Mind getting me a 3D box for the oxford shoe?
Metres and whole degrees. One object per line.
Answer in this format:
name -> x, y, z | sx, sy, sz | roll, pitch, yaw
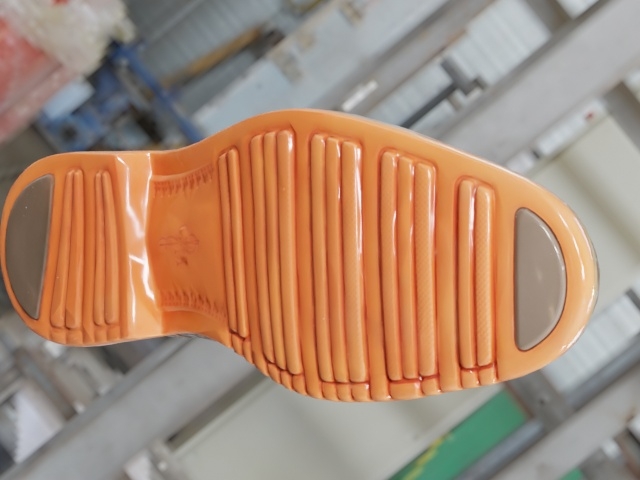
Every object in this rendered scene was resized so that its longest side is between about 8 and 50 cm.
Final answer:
oxford shoe -> 0.000, 0.000, 0.870 | 0.363, 0.130, 0.132 | 7, 7, 44
